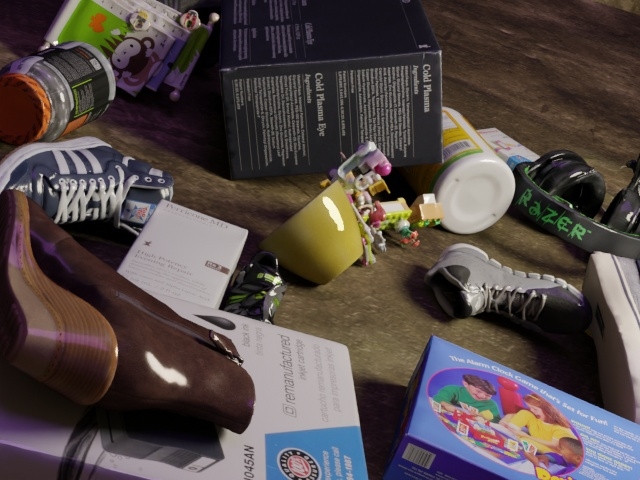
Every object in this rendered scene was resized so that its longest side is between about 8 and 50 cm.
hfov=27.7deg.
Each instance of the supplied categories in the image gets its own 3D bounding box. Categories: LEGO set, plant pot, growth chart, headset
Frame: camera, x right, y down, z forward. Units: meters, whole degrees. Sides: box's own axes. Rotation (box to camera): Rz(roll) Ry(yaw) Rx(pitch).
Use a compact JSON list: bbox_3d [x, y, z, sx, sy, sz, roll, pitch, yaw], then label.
[{"bbox_3d":[0.091,-0.025,1.805,0.107,0.132,0.287,59,12,28],"label":"LEGO set"},{"bbox_3d":[0.000,0.000,1.666,0.095,0.134,0.134,50,26,-2],"label":"plant pot"},{"bbox_3d":[-0.293,-0.304,1.967,0.237,0.172,0.021,21,-2,-3],"label":"growth chart"},{"bbox_3d":[0.455,-0.071,2.099,0.243,0.185,0.394,35,18,24],"label":"headset"}]

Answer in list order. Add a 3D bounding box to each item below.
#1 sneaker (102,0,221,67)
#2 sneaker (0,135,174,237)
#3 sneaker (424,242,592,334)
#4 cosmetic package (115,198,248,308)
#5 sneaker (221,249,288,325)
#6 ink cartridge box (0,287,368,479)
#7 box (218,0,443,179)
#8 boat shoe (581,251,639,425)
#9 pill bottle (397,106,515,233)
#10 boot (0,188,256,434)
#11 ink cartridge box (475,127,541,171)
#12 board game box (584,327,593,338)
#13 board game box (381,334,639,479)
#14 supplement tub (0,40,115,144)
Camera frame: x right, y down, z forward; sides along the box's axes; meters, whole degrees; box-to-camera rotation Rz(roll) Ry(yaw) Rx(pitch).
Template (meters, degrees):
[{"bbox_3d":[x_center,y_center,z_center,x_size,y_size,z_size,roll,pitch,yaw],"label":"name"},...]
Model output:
[{"bbox_3d":[-0.228,-0.382,2.202,0.202,0.185,0.483,34,34,0],"label":"sneaker"},{"bbox_3d":[-0.277,-0.048,1.540,0.153,0.099,0.282,27,22,13],"label":"sneaker"},{"bbox_3d":[0.241,0.087,1.742,0.229,0.086,0.132,22,27,23],"label":"sneaker"},{"bbox_3d":[-0.163,0.045,1.463,0.117,0.085,0.231,19,26,-2],"label":"cosmetic package"},{"bbox_3d":[-0.078,0.069,1.495,0.067,0.078,0.188,19,26,-8],"label":"sneaker"},{"bbox_3d":[-0.174,0.173,1.099,0.395,0.166,0.285,16,25,-12],"label":"ink cartridge box"},{"bbox_3d":[0.011,-0.248,1.964,0.312,0.179,0.343,-5,28,0],"label":"box"},{"bbox_3d":[0.444,0.132,1.685,0.158,0.127,0.340,3,37,-1],"label":"boat shoe"},{"bbox_3d":[0.195,-0.128,2.052,0.136,0.136,0.245,9,28,-27],"label":"pill bottle"},{"bbox_3d":[-0.173,0.061,1.060,0.207,0.090,0.248,22,21,-31],"label":"boot"},{"bbox_3d":[0.321,-0.148,2.300,0.122,0.052,0.088,36,28,29],"label":"ink cartridge box"},{"bbox_3d":[0.467,0.136,1.857,0.170,0.048,0.141,39,28,31],"label":"board game box"},{"bbox_3d":[0.252,0.251,1.408,0.347,0.078,0.233,24,25,2],"label":"board game box"},{"bbox_3d":[-0.364,-0.195,1.740,0.117,0.117,0.190,27,24,8],"label":"supplement tub"}]
